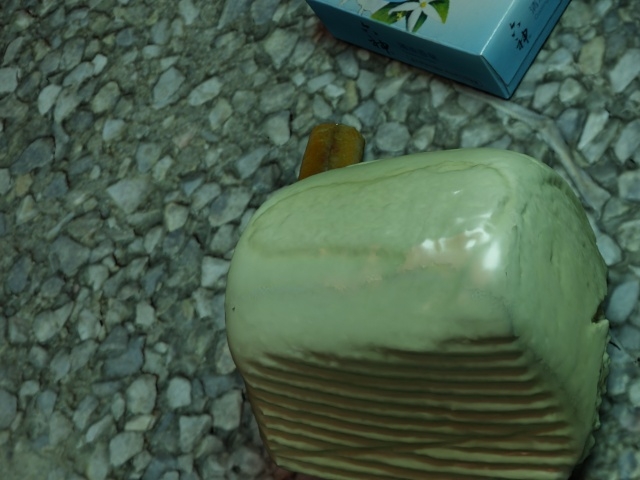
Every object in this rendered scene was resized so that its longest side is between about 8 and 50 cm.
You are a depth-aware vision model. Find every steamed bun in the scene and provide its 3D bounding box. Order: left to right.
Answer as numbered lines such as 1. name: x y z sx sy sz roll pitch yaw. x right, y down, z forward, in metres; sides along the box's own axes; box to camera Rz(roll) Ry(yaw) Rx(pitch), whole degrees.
1. steamed bun: 0.081 0.032 1.091 0.290 0.273 0.272 -6 47 15

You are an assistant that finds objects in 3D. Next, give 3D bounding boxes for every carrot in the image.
1. carrot: 0.000 0.000 1.253 0.067 0.067 0.225 -7 60 27

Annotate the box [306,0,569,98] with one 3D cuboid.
1. box: 0.113 -0.243 1.306 0.232 0.083 0.142 26 79 38
